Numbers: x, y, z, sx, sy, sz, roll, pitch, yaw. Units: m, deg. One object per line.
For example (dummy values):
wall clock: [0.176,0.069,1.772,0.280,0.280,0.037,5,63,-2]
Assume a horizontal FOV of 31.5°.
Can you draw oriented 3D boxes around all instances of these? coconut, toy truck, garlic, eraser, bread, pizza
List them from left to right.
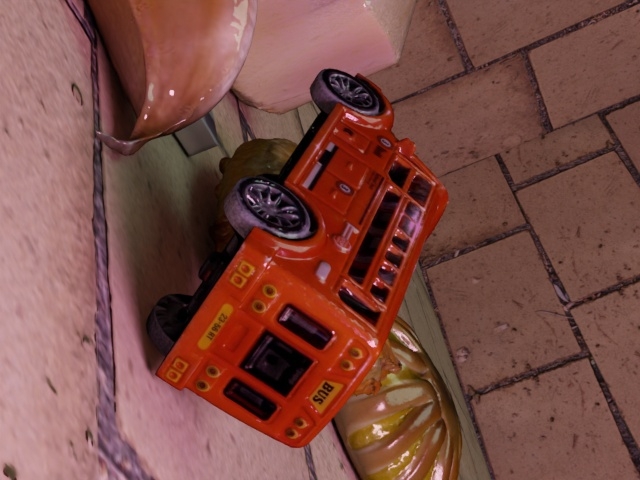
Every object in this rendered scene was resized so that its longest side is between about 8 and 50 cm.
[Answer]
garlic: [-0.096,-0.152,0.726,0.128,0.115,0.207,64,8,-77]
eraser: [-0.107,-0.119,0.878,0.065,0.026,0.105,64,7,-48]
pizza: [-0.012,0.036,0.867,0.226,0.086,0.335,61,9,-22]
coconut: [-0.006,-0.270,1.194,0.239,0.244,0.239,-23,90,-84]
toy truck: [0.000,0.000,0.657,0.114,0.107,0.253,34,31,-2]
bread: [0.072,0.162,1.076,0.213,0.104,0.213,-19,90,-81]
